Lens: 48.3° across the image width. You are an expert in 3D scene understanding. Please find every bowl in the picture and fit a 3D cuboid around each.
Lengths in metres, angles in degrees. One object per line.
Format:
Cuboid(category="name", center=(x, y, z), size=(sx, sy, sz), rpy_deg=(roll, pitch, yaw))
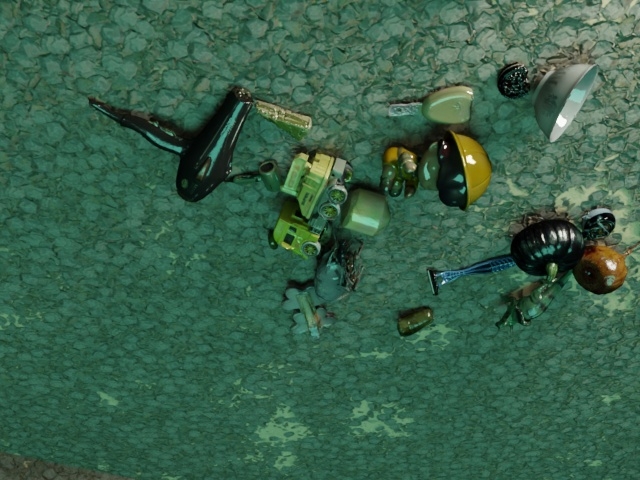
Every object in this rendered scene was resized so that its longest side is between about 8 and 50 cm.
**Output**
Cuboid(category="bowl", center=(0.517, -0.315, 1.555), size=(0.086, 0.189, 0.189), rpy_deg=(34, 141, 21))

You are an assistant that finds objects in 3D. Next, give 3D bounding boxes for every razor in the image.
Cuboid(category="razor", center=(0.436, 0.087, 2.052), size=(0.253, 0.042, 0.082), rpy_deg=(-16, 95, 13))

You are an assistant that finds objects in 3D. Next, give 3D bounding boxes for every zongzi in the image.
Cuboid(category="zongzi", center=(0.314, 0.255, 2.238), size=(0.154, 0.062, 0.130), rpy_deg=(-24, 157, 1))

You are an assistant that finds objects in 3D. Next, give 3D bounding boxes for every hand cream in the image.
Cuboid(category="hand cream", center=(0.000, 0.000, 1.950), size=(0.057, 0.037, 0.165), rpy_deg=(7, 143, -9))

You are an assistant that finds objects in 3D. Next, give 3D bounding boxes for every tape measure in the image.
Cuboid(category="tape measure", center=(0.744, -0.043, 1.908), size=(0.091, 0.054, 0.094), rpy_deg=(-9, 144, 5))

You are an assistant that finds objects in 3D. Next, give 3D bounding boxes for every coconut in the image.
Cuboid(category="coconut", center=(0.121, -0.070, 1.812), size=(0.122, 0.116, 0.116), rpy_deg=(16, 135, -12))

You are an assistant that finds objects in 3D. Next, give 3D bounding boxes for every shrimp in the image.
Cuboid(category="shrimp", center=(0.057, 0.071, 1.950), size=(0.145, 0.117, 0.343), rpy_deg=(-8, 149, -9))

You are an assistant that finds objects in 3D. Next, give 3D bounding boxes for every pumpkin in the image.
Cuboid(category="pumpkin", center=(0.609, 0.019, 1.912), size=(0.194, 0.150, 0.194), rpy_deg=(-12, 127, -16))

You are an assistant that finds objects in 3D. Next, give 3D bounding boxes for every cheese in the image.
Cuboid(category="cheese", center=(0.249, -0.302, 1.618), size=(0.191, 0.038, 0.097), rpy_deg=(-4, 136, 1))

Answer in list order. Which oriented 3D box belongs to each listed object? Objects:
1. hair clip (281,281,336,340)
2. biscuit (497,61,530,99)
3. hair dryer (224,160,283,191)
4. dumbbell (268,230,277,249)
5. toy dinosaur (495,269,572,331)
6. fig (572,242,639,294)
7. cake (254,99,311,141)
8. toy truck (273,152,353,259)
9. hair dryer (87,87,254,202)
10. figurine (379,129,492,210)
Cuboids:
Cuboid(category="hair clip", center=(-0.037, 0.216, 2.157), size=(0.146, 0.075, 0.257), rpy_deg=(-11, 130, 6))
Cuboid(category="biscuit", center=(0.434, -0.352, 1.579), size=(0.089, 0.027, 0.087), rpy_deg=(15, 136, -17))
Cuboid(category="hair dryer", center=(-0.172, -0.151, 1.768), size=(0.150, 0.047, 0.071), rpy_deg=(-6, 139, 13))
Cuboid(category="dumbbell", center=(-0.082, -0.009, 1.922), size=(0.117, 0.046, 0.052), rpy_deg=(-10, 142, 8))
Cuboid(category="toy dinosaur", center=(0.640, 0.169, 2.128), size=(0.292, 0.120, 0.079), rpy_deg=(-45, 114, 8))
Cuboid(category="fig", center=(0.810, 0.058, 2.001), size=(0.201, 0.146, 0.134), rpy_deg=(-32, 150, -26))
Cuboid(category="cake", center=(-0.092, -0.274, 1.627), size=(0.139, 0.051, 0.055), rpy_deg=(17, 136, -17))
Cuboid(category="toy truck", center=(-0.031, -0.094, 1.765), size=(0.157, 0.124, 0.272), rpy_deg=(23, 128, -4))
Cuboid(category="hair dryer", center=(-0.350, -0.264, 1.614), size=(0.359, 0.120, 0.304), rpy_deg=(24, 124, -14))
Cuboid(category="figurine", center=(0.272, -0.170, 1.677), size=(0.256, 0.167, 0.192), rpy_deg=(11, 155, 19))
